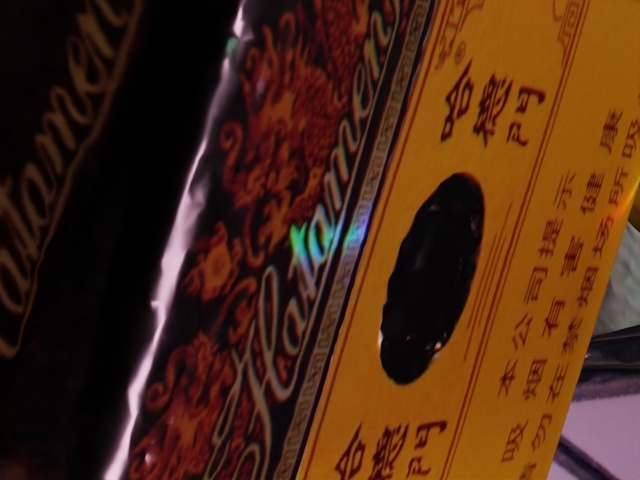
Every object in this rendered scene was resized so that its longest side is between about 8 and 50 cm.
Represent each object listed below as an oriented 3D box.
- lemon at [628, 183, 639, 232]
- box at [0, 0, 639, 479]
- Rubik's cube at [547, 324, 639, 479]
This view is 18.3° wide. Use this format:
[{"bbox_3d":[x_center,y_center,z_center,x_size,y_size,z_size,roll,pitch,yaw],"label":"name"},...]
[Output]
[{"bbox_3d":[0.279,-0.097,1.165,0.310,0.258,0.258,10,71,-28],"label":"lemon"},{"bbox_3d":[-0.001,0.000,0.747,0.415,0.116,0.264,7,102,-65],"label":"box"},{"bbox_3d":[0.294,0.179,1.129,0.307,0.310,0.305,-9,87,-65],"label":"Rubik's cube"}]
